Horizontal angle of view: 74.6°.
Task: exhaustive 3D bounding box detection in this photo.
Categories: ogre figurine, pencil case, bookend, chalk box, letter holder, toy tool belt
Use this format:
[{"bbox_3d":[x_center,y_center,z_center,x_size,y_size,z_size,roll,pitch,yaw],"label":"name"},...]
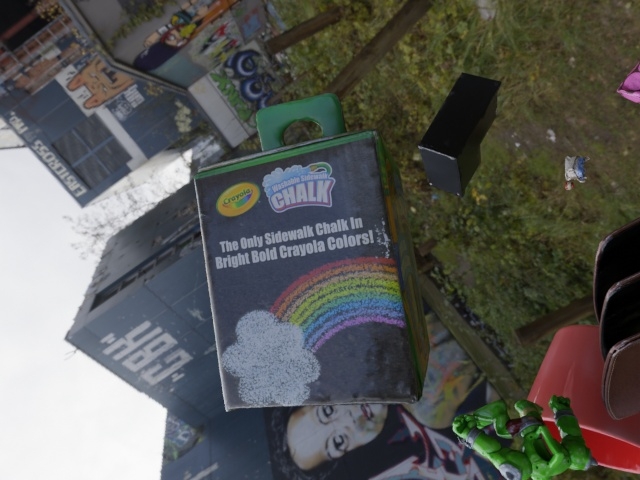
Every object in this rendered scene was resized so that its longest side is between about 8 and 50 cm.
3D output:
[{"bbox_3d":[0.317,0.303,0.642,0.197,0.096,0.118,11,-156,-15],"label":"ogre figurine"},{"bbox_3d":[0.845,-0.439,1.028,0.095,0.209,0.098,28,-151,5],"label":"pencil case"},{"bbox_3d":[0.259,-0.186,0.767,0.072,0.157,0.156,28,174,28],"label":"bookend"},{"bbox_3d":[0.000,0.000,0.439,0.179,0.181,0.288,6,-104,-74],"label":"chalk box"},{"bbox_3d":[0.476,0.123,0.621,0.302,0.215,0.152,51,-166,-42],"label":"letter holder"},{"bbox_3d":[0.619,-0.165,1.011,0.052,0.051,0.083,24,-110,-55],"label":"toy tool belt"}]

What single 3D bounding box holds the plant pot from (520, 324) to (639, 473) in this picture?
[{"bbox_3d":[0.615,0.340,0.937,0.275,0.243,0.274,21,152,12],"label":"plant pot"}]
